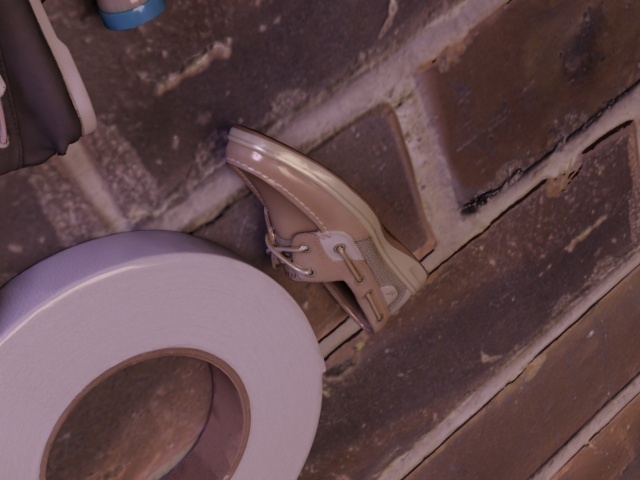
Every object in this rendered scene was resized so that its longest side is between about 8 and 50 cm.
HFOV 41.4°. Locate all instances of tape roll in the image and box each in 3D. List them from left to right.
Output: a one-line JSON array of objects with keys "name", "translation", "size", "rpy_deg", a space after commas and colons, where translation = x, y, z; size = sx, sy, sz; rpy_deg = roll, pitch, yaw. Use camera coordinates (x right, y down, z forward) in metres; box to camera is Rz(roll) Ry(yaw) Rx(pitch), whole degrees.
[{"name": "tape roll", "translation": [-0.172, 0.181, 0.805], "size": [0.392, 0.072, 0.391], "rpy_deg": [-14, 117, -30]}]

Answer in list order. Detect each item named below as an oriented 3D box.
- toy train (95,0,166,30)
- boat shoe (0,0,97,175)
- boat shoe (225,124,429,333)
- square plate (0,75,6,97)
[{"name": "toy train", "translation": [-0.094, -0.277, 0.650], "size": [0.248, 0.105, 0.143], "rpy_deg": [-36, 137, -19]}, {"name": "boat shoe", "translation": [-0.256, -0.187, 0.558], "size": [0.095, 0.112, 0.335], "rpy_deg": [-38, 131, -23]}, {"name": "boat shoe", "translation": [0.000, 0.000, 0.831], "size": [0.098, 0.109, 0.302], "rpy_deg": [-54, 136, -6]}, {"name": "square plate", "translation": [-0.410, -0.098, 0.441], "size": [0.347, 0.049, 0.344], "rpy_deg": [-34, 136, -1]}]
